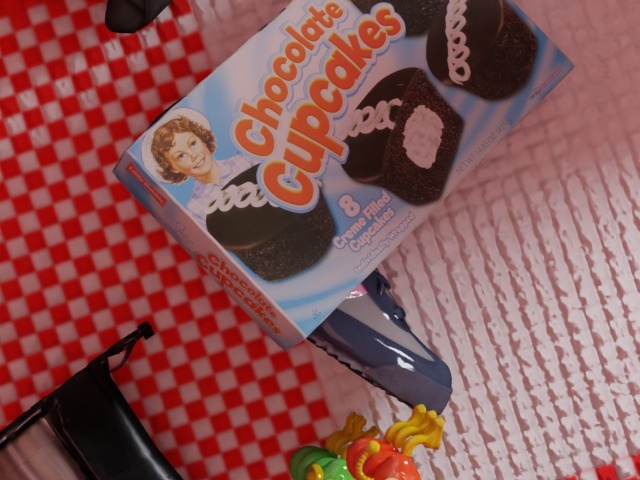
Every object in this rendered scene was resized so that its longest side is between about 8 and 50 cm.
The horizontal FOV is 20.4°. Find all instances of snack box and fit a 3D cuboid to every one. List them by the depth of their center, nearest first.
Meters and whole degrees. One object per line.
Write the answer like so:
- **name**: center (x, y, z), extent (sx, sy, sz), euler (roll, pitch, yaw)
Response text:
- **snack box**: center (0.022, -0.092, 1.335), extent (0.187, 0.060, 0.322), euler (46, 67, -1)

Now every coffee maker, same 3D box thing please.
- **coffee maker**: center (-0.153, 0.185, 1.380), extent (0.171, 0.120, 0.178), euler (-37, 92, 1)

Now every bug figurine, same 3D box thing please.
- **bug figurine**: center (0.018, 0.252, 1.337), extent (0.072, 0.216, 0.279), euler (4, 97, -21)

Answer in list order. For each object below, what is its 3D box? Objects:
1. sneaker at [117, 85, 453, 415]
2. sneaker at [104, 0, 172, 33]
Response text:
- **sneaker**: center (0.000, 0.000, 1.375), extent (0.319, 0.112, 0.131), euler (41, 90, -2)
- **sneaker**: center (-0.223, -0.270, 1.375), extent (0.286, 0.109, 0.130), euler (37, 98, 1)
